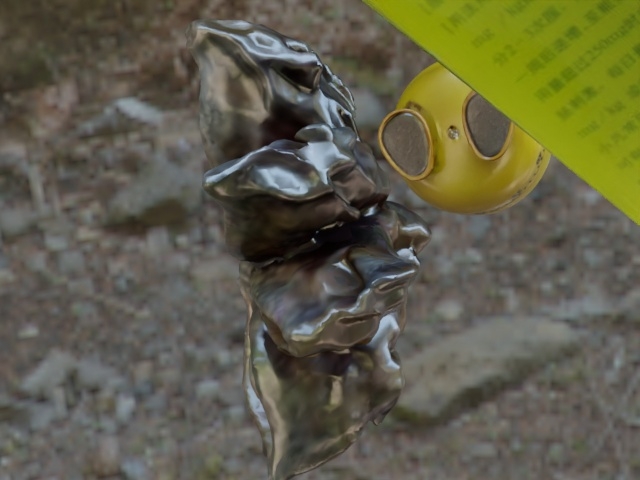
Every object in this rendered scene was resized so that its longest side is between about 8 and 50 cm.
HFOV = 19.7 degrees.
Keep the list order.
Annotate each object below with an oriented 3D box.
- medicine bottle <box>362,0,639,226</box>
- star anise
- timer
[{"bbox_3d":[0.092,-0.131,0.642,0.141,0.250,0.137,-36,30,34],"label":"medicine bottle"},{"bbox_3d":[0.000,0.001,0.918,0.109,0.223,0.236,-6,48,-1],"label":"star anise"},{"bbox_3d":[0.102,-0.070,1.211,0.107,0.107,0.109,13,5,24],"label":"timer"}]
